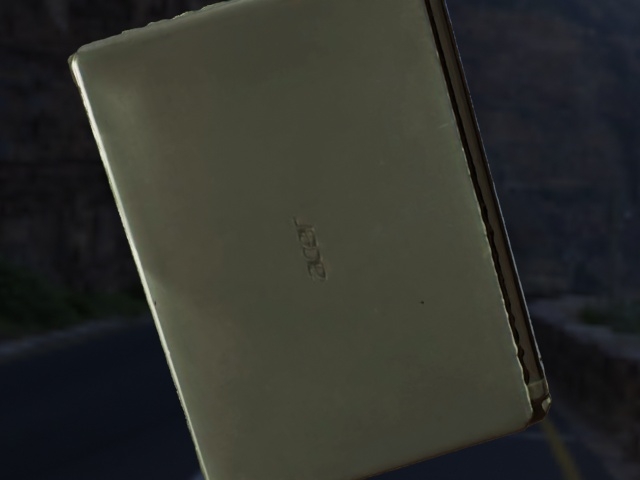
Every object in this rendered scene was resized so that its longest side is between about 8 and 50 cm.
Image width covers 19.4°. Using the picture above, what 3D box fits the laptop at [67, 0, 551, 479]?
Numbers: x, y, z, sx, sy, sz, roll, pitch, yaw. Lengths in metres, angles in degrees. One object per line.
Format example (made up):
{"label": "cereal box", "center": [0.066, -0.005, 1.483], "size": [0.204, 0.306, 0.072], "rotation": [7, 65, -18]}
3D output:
{"label": "laptop", "center": [0.000, 0.000, 0.648], "size": [0.129, 0.180, 0.016], "rotation": [-17, 15, -2]}
